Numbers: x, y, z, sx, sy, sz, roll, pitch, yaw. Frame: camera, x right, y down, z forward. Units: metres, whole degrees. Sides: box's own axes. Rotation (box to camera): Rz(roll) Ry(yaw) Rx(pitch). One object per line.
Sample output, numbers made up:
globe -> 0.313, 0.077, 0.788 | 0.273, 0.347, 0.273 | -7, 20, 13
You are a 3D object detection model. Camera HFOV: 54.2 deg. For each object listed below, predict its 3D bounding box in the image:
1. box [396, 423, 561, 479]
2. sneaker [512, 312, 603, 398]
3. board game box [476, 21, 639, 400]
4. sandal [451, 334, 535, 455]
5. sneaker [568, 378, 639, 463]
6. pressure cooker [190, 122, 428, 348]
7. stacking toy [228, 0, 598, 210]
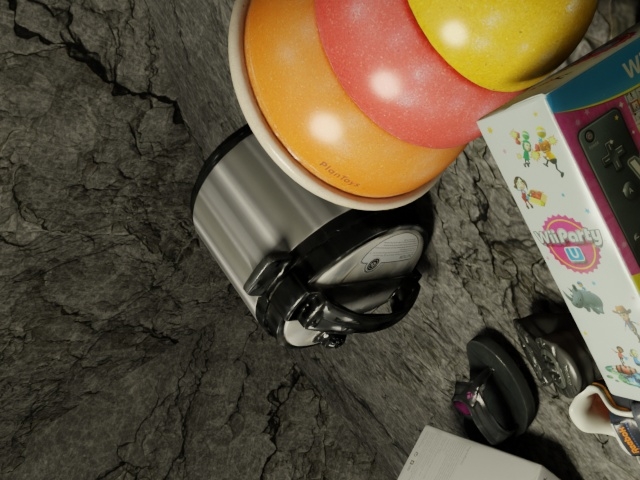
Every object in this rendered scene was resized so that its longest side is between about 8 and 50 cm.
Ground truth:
box -> 0.356, 0.543, 1.303 | 0.215, 0.168, 0.345 | 40, 160, -21
sneaker -> 0.370, 0.151, 0.912 | 0.286, 0.130, 0.109 | -22, -92, -87
board game box -> 0.315, -0.036, 0.577 | 0.303, 0.224, 0.097 | 60, 162, -7
sandal -> 0.344, 0.364, 1.295 | 0.167, 0.107, 0.445 | 42, 156, 39
sneaker -> 0.458, 0.227, 0.786 | 0.126, 0.128, 0.321 | 61, 159, -3
pressure cooker -> -0.002, 0.004, 1.200 | 0.420, 0.370, 0.375 | 52, 164, 26
stacking toy -> 0.154, -0.238, 0.625 | 0.480, 0.351, 0.350 | -15, 107, 55
